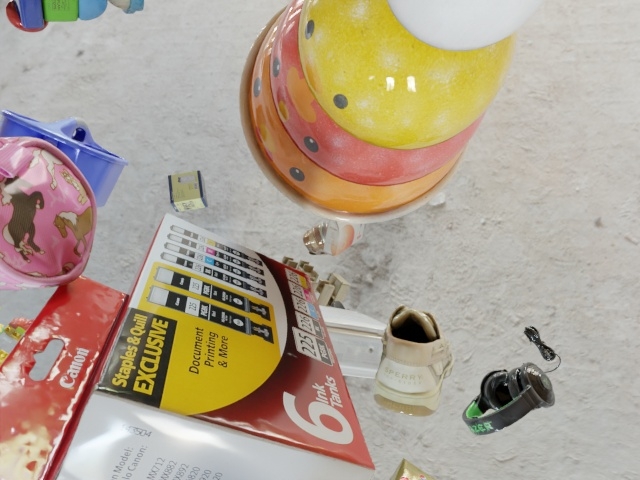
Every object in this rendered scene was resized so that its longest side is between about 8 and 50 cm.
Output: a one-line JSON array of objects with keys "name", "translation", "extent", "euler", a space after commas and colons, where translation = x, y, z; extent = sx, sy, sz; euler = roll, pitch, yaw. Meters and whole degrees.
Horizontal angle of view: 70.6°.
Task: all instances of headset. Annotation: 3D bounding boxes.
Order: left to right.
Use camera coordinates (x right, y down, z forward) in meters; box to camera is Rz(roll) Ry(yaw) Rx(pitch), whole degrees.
[{"name": "headset", "translation": [0.577, 0.423, 1.364], "extent": [0.394, 0.243, 0.185], "euler": [-27, 77, -27]}]

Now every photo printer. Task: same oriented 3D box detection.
[{"name": "photo printer", "translation": [0.030, 0.214, 1.017], "extent": [0.256, 0.307, 0.107], "euler": [11, 87, -13]}]

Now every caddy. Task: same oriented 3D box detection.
[{"name": "caddy", "translation": [-0.585, -0.199, 1.035], "extent": [0.241, 0.341, 0.179], "euler": [25, 91, -15]}]

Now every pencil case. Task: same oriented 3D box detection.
[{"name": "pencil case", "translation": [-0.450, -0.018, 0.518], "extent": [0.386, 0.167, 0.160], "euler": [-3, 76, 17]}]

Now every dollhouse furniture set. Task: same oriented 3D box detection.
[{"name": "dollhouse furniture set", "translation": [-0.035, 0.192, 1.674], "extent": [0.212, 0.242, 0.161], "euler": [40, 109, 53]}]

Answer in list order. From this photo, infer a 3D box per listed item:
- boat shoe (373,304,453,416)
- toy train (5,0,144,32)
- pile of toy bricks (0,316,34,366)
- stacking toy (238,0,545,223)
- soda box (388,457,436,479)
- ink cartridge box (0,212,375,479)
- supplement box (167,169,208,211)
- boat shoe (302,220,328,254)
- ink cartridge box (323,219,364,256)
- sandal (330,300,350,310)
[{"name": "boat shoe", "translation": [0.141, 0.146, 0.660], "extent": [0.109, 0.302, 0.098], "euler": [7, 96, 17]}, {"name": "toy train", "translation": [-0.312, -0.365, 0.524], "extent": [0.143, 0.105, 0.248], "euler": [-18, 77, -33]}, {"name": "pile of toy bricks", "translation": [-0.581, 0.133, 0.755], "extent": [0.105, 0.212, 0.118], "euler": [-37, 21, 29]}, {"name": "stacking toy", "translation": [0.075, -0.202, 0.468], "extent": [0.351, 0.480, 0.350], "euler": [0, 89, -5]}, {"name": "soda box", "translation": [0.097, 0.396, 0.634], "extent": [0.058, 0.061, 0.181], "euler": [30, 117, 16]}, {"name": "ink cartridge box", "translation": [-0.130, 0.102, 0.429], "extent": [0.130, 0.272, 0.309], "euler": [-59, 21, 15]}, {"name": "supplement box", "translation": [-0.342, -0.127, 1.167], "extent": [0.083, 0.056, 0.083], "euler": [-10, 70, -6]}, {"name": "boat shoe", "translation": [0.000, 0.000, 1.715], "extent": [0.117, 0.324, 0.123], "euler": [-19, 77, 6]}, {"name": "ink cartridge box", "translation": [0.075, -0.064, 1.169], "extent": [0.045, 0.179, 0.145], "euler": [27, 32, 24]}, {"name": "sandal", "translation": [0.076, 0.221, 1.255], "extent": [0.040, 0.179, 0.067], "euler": [-4, 54, 31]}]
